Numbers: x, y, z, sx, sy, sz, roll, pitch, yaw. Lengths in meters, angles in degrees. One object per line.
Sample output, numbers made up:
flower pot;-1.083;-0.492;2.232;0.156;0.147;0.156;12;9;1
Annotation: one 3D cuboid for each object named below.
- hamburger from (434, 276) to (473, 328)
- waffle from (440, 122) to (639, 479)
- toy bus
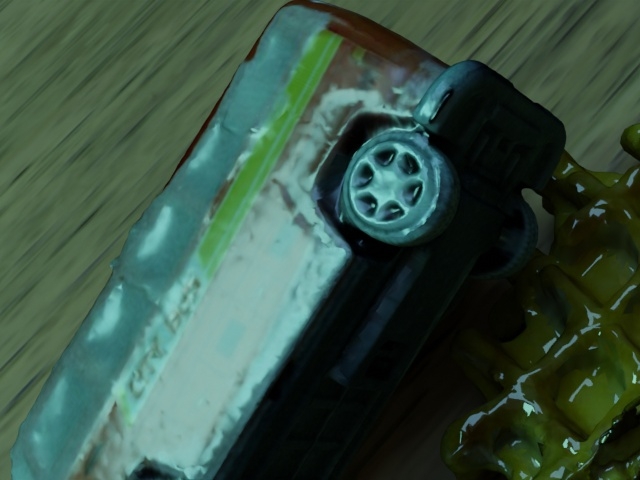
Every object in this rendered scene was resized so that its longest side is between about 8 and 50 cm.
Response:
hamburger;0.000;0.000;0.681;0.133;0.062;0.140;-33;47;-5
waffle;0.196;0.032;0.567;0.293;0.069;0.260;3;57;24
toy bus;-0.021;0.036;0.572;0.120;0.121;0.265;35;98;27
